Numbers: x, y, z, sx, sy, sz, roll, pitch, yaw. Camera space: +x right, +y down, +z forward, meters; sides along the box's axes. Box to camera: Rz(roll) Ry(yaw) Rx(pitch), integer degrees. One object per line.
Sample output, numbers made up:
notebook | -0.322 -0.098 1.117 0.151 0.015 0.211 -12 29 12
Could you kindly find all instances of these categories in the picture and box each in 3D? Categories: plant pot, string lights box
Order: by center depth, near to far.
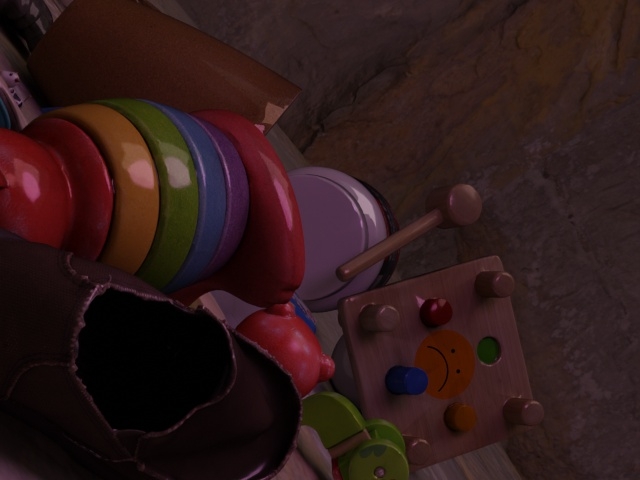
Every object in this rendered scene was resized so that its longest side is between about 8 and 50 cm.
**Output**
plant pot | -0.192 -0.156 1.734 0.254 0.237 0.237 39 7 -5
string lights box | -0.075 0.087 1.809 0.133 0.077 0.259 52 6 -5

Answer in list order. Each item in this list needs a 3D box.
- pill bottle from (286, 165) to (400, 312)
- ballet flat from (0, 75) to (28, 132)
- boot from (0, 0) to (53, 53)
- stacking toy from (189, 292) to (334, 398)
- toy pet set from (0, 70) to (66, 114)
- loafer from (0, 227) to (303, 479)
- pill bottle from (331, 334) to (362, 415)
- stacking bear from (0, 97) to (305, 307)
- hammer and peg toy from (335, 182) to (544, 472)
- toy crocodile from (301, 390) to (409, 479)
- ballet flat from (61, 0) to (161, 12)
pill bottle | 0.000 0.000 2.267 0.210 0.210 0.363 54 6 5
ballet flat | -0.261 -0.072 1.247 0.248 0.086 0.086 61 3 -22
boot | -0.348 -0.276 1.765 0.161 0.083 0.246 58 5 -25
stacking toy | -0.122 0.028 1.518 0.309 0.130 0.279 53 6 -17
toy pet set | -0.269 -0.113 1.480 0.114 0.065 0.122 49 8 -40
loafer | -0.108 0.103 1.040 0.130 0.133 0.366 11 -11 34
pill bottle | 0.133 0.228 2.309 0.264 0.146 0.146 48 8 -46
stacking bear | -0.169 -0.023 1.131 0.289 0.175 0.164 -2 87 -53
hammer and peg toy | 0.143 0.118 2.116 0.127 0.266 0.361 -4 -79 65
toy crocodile | 0.082 0.309 1.743 0.340 0.105 0.115 58 5 -8
ballet flat | -0.311 -0.332 2.292 0.342 0.116 0.124 52 26 -13
